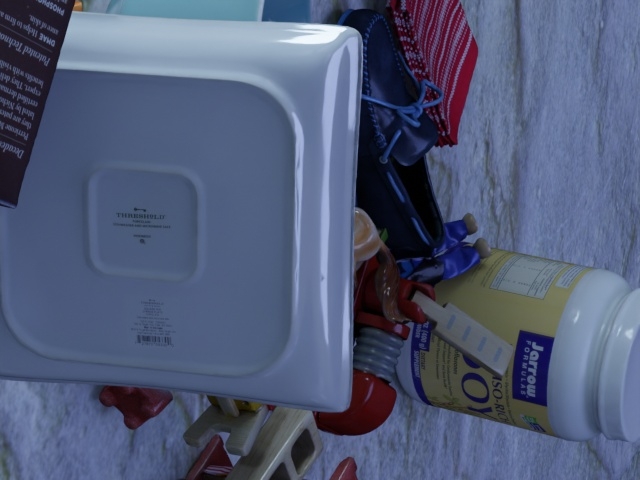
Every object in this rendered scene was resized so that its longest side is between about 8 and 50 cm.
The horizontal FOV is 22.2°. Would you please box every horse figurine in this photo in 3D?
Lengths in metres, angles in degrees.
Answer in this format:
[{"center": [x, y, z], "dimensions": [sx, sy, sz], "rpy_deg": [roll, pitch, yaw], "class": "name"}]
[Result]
[{"center": [0.000, 0.000, 1.868], "dimensions": [0.263, 0.066, 0.174], "rpy_deg": [33, 64, -23], "class": "horse figurine"}]

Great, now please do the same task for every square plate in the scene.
[{"center": [-0.142, -0.020, 1.389], "dimensions": [0.049, 0.347, 0.344], "rpy_deg": [-57, 150, -69], "class": "square plate"}]

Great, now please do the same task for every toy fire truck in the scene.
[{"center": [0.082, 0.136, 1.946], "dimensions": [0.158, 0.246, 0.217], "rpy_deg": [37, 68, -58], "class": "toy fire truck"}]

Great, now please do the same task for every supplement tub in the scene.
[{"center": [0.293, 0.141, 2.241], "dimensions": [0.241, 0.331, 0.241], "rpy_deg": [-30, 125, -54], "class": "supplement tub"}]

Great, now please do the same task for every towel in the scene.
[{"center": [0.150, -0.275, 2.108], "dimensions": [0.275, 0.031, 0.199], "rpy_deg": [64, 33, -48], "class": "towel"}]

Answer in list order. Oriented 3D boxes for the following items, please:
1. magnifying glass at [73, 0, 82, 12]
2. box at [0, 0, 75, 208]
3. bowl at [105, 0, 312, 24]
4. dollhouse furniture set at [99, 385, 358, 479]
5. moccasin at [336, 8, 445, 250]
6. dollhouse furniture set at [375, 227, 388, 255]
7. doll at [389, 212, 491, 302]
[{"center": [-0.233, -0.107, 1.521], "dimensions": [0.092, 0.026, 0.231], "rpy_deg": [-28, 123, -55], "class": "magnifying glass"}, {"center": [-0.310, -0.150, 1.215], "dimensions": [0.167, 0.168, 0.203], "rpy_deg": [24, 80, -62], "class": "box"}, {"center": [-0.110, -0.146, 1.530], "dimensions": [0.311, 0.163, 0.312], "rpy_deg": [3, 90, -83], "class": "bowl"}, {"center": [-0.095, 0.221, 1.727], "dimensions": [0.152, 0.201, 0.374], "rpy_deg": [-52, 136, -38], "class": "dollhouse furniture set"}, {"center": [0.098, -0.136, 2.008], "dimensions": [0.138, 0.116, 0.342], "rpy_deg": [-55, 144, -36], "class": "moccasin"}, {"center": [0.032, -0.044, 1.986], "dimensions": [0.076, 0.058, 0.152], "rpy_deg": [-59, 146, -33], "class": "dollhouse furniture set"}, {"center": [0.131, 0.023, 2.156], "dimensions": [0.189, 0.046, 0.129], "rpy_deg": [-24, 85, -29], "class": "doll"}]
